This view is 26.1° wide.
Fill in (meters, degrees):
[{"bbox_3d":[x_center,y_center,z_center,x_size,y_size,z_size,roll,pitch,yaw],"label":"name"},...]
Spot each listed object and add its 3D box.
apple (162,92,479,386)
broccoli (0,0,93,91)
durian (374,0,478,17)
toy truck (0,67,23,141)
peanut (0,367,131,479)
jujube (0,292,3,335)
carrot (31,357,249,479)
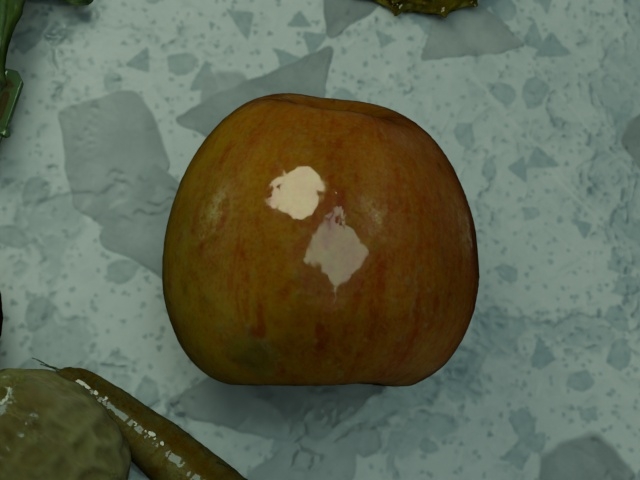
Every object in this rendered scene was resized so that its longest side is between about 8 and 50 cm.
[{"bbox_3d":[0.000,0.000,1.245,0.299,0.299,0.275,6,87,-8],"label":"apple"},{"bbox_3d":[-0.307,-0.248,1.317,0.177,0.198,0.275,-15,79,19],"label":"broccoli"},{"bbox_3d":[0.106,-0.333,1.443,0.305,0.185,0.196,-3,101,-18],"label":"durian"},{"bbox_3d":[-0.352,-0.108,1.322,0.100,0.077,0.169,20,73,-4],"label":"toy truck"},{"bbox_3d":[-0.283,0.222,1.217,0.233,0.110,0.197,-47,131,-11],"label":"peanut"},{"bbox_3d":[-0.393,0.046,1.204,0.213,0.213,0.232,-44,102,-15],"label":"jujube"},{"bbox_3d":[-0.151,0.198,1.295,0.298,0.078,0.078,40,74,4],"label":"carrot"}]
